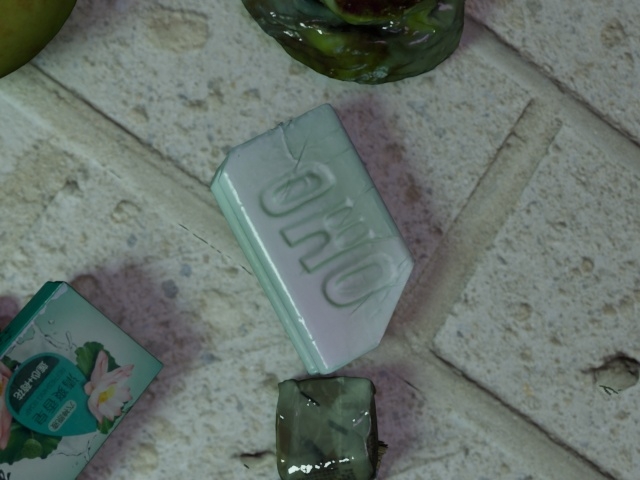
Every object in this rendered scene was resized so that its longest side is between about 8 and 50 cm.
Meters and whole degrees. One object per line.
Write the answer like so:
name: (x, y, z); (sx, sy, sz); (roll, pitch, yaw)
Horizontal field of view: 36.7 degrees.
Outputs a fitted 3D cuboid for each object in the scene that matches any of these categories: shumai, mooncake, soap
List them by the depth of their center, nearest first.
mooncake: (0.007, 0.228, 1.153); (0.125, 0.073, 0.130); (-3, 71, 13)
shumai: (0.061, -0.361, 1.162); (0.309, 0.263, 0.304); (-3, 84, -13)
soap: (0.000, 0.000, 1.180); (0.173, 0.095, 0.289); (-27, 89, -15)

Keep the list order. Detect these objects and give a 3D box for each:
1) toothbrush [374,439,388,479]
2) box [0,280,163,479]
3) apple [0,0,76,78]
toothbrush: (0.011, 0.437, 1.149); (0.042, 0.035, 0.413); (20, 78, -21)
box: (-0.311, 0.182, 1.058); (0.153, 0.092, 0.245); (43, 70, -20)
apple: (-0.424, -0.319, 1.014); (0.305, 0.338, 0.338); (13, 76, -51)
